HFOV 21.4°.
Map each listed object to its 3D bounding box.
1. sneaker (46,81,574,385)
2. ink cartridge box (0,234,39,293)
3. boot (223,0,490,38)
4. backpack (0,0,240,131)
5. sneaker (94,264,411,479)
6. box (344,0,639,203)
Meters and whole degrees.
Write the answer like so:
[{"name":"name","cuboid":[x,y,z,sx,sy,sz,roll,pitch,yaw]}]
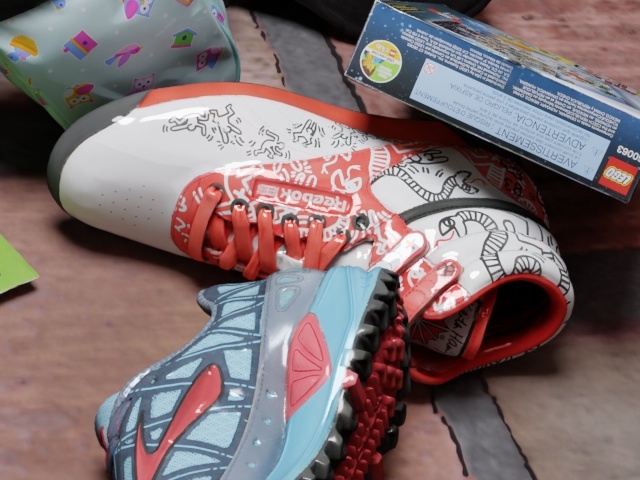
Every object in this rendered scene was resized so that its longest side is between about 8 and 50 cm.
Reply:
[{"name":"sneaker","cuboid":[0.001,-0.001,0.873,0.270,0.090,0.145,3,40,-20]},{"name":"ink cartridge box","cuboid":[-0.278,-0.062,0.837,0.188,0.097,0.255,-23,55,-37]},{"name":"boot","cuboid":[-0.033,-0.242,1.154,0.264,0.096,0.280,-4,38,-13]},{"name":"backpack","cuboid":[-0.122,-0.125,0.907,0.152,0.182,0.115,-30,56,2]},{"name":"sneaker","cuboid":[-0.048,0.113,0.750,0.125,0.104,0.262,4,39,22]},{"name":"box","cuboid":[0.114,-0.084,0.958,0.159,0.044,0.233,25,12,9]}]
